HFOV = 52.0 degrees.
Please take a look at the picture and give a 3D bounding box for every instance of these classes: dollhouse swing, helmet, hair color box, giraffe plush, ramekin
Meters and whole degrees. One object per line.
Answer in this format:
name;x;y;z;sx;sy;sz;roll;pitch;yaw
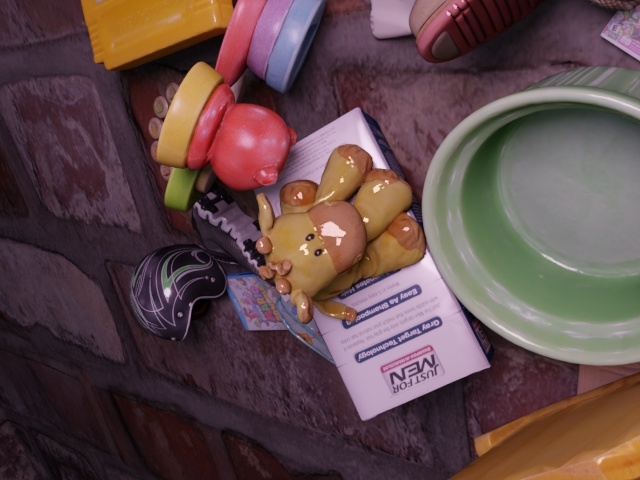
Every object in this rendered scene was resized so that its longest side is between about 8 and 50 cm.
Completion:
dollhouse swing;0.338;0.293;0.695;0.315;0.305;0.347;53;133;3
helmet;-0.271;0.096;1.211;0.169;0.162;0.169;29;134;35
hair color box;0.063;0.028;0.838;0.174;0.105;0.347;-28;82;16
giraffe plush;0.000;0.000;0.713;0.181;0.170;0.210;41;101;13
ramekin;0.276;-0.034;0.695;0.303;0.148;0.303;21;129;28

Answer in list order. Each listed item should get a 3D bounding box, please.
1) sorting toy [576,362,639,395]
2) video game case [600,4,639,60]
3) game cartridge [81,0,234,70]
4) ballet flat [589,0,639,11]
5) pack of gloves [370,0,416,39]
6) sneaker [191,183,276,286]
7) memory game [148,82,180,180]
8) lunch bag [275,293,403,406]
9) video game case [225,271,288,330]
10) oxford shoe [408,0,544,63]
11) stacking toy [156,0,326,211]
sorting toy;0.417;0.164;0.798;0.193;0.038;0.208;12;120;33
video game case;0.338;-0.223;0.617;0.087;0.011;0.122;39;135;13
game cartridge;-0.246;-0.413;0.882;0.285;0.053;0.323;-4;97;41
ballet flat;0.213;-0.310;0.628;0.250;0.084;0.058;45;179;6
pack of gloves;0.089;-0.306;0.680;0.232;0.046;0.195;22;135;57
sneaker;-0.139;0.005;1.120;0.234;0.078;0.106;42;139;15
memory game;-0.222;-0.169;1.075;0.186;0.012;0.186;9;105;36
lunch bag;0.070;0.119;0.995;0.279;0.108;0.224;39;135;12
video game case;-0.102;0.111;1.200;0.166;0.015;0.119;-8;112;42
oxford shoe;0.184;-0.306;0.548;0.348;0.123;0.130;-47;73;10
stacking toy;-0.083;-0.159;0.835;0.130;0.308;0.279;24;152;-3
